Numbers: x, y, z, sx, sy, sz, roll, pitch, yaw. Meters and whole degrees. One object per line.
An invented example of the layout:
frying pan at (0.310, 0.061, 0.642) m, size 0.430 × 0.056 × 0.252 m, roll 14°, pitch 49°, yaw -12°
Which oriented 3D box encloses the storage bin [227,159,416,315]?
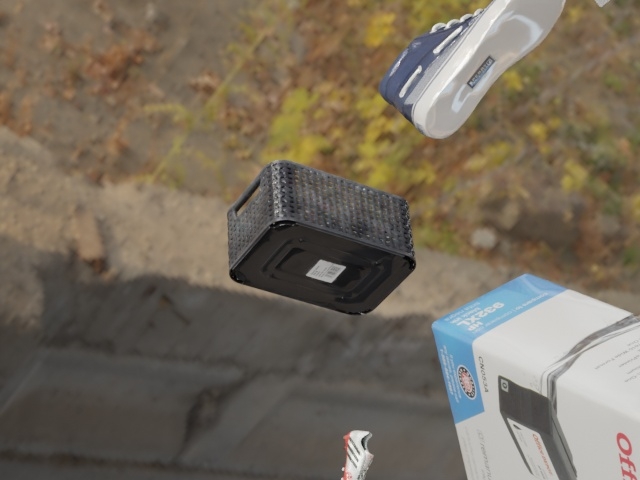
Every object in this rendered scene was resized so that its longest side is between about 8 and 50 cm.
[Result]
storage bin at (0.000, 0.000, 1.722) m, size 0.180 × 0.122 × 0.084 m, roll 18°, pitch 47°, yaw -25°

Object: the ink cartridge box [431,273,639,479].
ink cartridge box at (0.256, 0.185, 1.459) m, size 0.129 × 0.223 × 0.307 m, roll -24°, pitch 24°, yaw -24°

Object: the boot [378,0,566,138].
boot at (0.134, -0.185, 1.453) m, size 0.086 × 0.190 × 0.069 m, roll 43°, pitch 0°, yaw 45°

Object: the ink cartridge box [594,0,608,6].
ink cartridge box at (0.341, -0.335, 1.980) m, size 0.083 × 0.048 × 0.028 m, roll 45°, pitch 13°, yaw -38°

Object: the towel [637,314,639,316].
towel at (0.620, 0.219, 2.294) m, size 0.374 × 0.320 × 0.090 m, roll 48°, pitch 39°, yaw -14°

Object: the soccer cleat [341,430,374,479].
soccer cleat at (0.045, 0.259, 1.849) m, size 0.029 × 0.035 × 0.083 m, roll 37°, pitch 47°, yaw -54°
